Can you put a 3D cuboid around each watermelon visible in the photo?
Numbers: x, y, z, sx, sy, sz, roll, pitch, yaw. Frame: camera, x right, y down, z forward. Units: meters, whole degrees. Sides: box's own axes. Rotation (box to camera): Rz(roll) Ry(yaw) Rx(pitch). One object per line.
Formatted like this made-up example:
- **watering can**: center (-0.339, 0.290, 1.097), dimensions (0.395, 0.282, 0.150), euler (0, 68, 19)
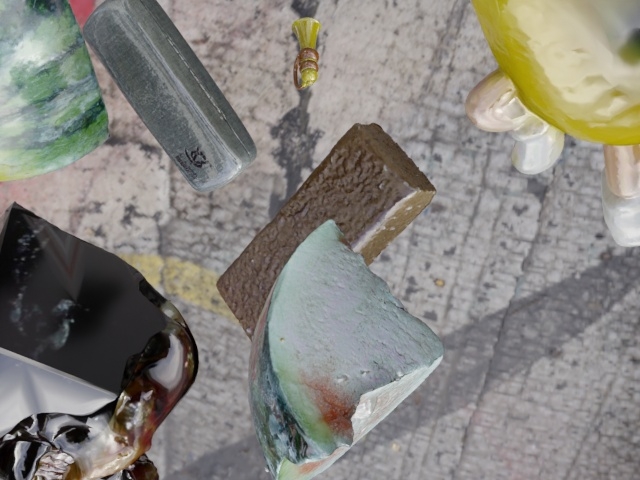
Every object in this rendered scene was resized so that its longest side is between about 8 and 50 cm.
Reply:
- **watermelon**: center (-0.388, -0.214, 1.011), dimensions (0.201, 0.213, 0.262), euler (49, 152, 30)
- **watermelon**: center (0.030, 0.167, 0.935), dimensions (0.213, 0.320, 0.290), euler (-2, 124, 0)

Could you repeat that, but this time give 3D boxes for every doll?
- **doll**: center (0.277, -0.160, 0.665), dimensions (0.348, 0.161, 0.423), euler (-13, 131, -7)

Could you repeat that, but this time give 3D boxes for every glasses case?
- **glasses case**: center (-0.228, -0.226, 1.299), dimensions (0.131, 0.074, 0.323), euler (-22, 108, 46)

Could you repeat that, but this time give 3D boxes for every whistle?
- **whistle**: center (-0.028, -0.281, 1.303), dimensions (0.057, 0.109, 0.046), euler (-11, 156, 30)

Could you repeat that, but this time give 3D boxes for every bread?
- **bread**: center (0.000, 0.000, 1.408), dimensions (0.416, 0.113, 0.165), euler (-47, 69, 29)

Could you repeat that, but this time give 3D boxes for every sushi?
- **sushi**: center (-0.215, 0.116, 0.677), dimensions (0.212, 0.215, 0.227), euler (28, 116, -28)
